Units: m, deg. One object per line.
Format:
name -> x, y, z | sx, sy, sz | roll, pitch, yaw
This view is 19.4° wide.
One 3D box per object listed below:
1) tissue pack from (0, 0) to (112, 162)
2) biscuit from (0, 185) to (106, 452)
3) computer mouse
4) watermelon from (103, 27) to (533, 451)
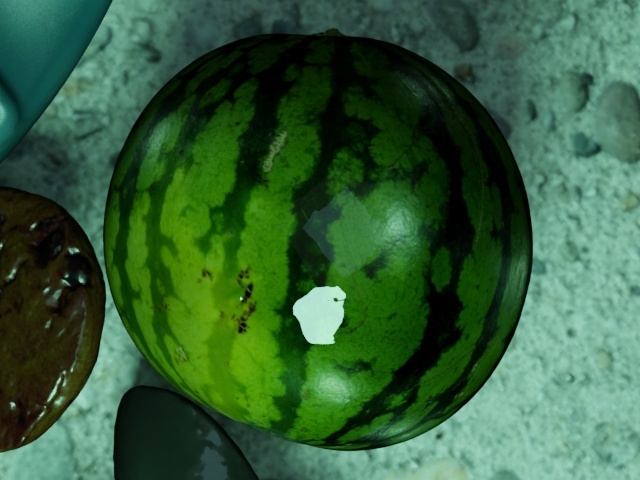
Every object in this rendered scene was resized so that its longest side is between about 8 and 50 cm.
tissue pack -> -0.247, -0.175, 1.251 | 0.198, 0.206, 0.287 | 30, 84, -16
biscuit -> -0.226, 0.053, 1.258 | 0.049, 0.192, 0.192 | 18, 81, -52
computer mouse -> -0.068, 0.224, 1.273 | 0.264, 0.147, 0.088 | 48, 59, -4
watermelon -> 0.000, 0.000, 1.233 | 0.285, 0.285, 0.285 | 1, 86, -9
